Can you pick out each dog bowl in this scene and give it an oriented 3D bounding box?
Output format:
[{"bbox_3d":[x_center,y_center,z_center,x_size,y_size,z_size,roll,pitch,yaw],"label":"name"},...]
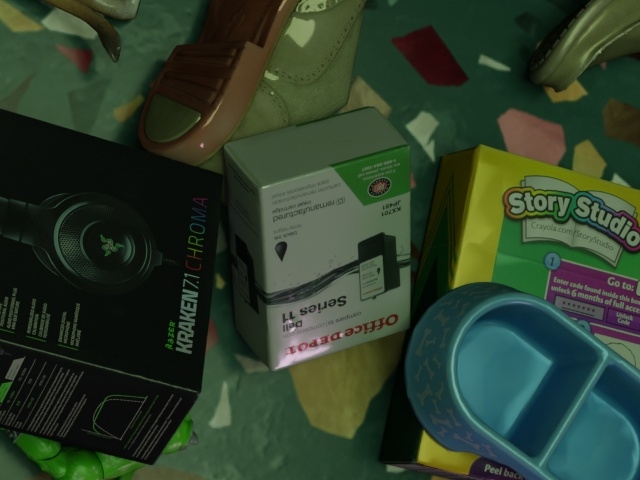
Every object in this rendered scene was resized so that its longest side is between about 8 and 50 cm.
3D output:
[{"bbox_3d":[0.218,0.157,1.713,0.297,0.074,0.166,37,75,-10],"label":"dog bowl"}]

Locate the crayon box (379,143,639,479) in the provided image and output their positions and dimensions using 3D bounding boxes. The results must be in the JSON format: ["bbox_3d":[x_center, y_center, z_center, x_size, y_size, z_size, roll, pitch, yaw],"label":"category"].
[{"bbox_3d":[0.269,0.104,1.832,0.363,0.106,0.313,15,79,-16],"label":"crayon box"}]

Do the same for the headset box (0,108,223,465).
[{"bbox_3d":[-0.244,0.029,1.600,0.283,0.131,0.246,17,49,-15],"label":"headset box"}]

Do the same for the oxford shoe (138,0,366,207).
[{"bbox_3d":[-0.021,-0.206,1.771,0.146,0.140,0.397,45,71,-36],"label":"oxford shoe"}]

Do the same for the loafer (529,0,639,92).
[{"bbox_3d":[0.323,-0.227,1.883,0.268,0.102,0.092,-40,92,-18],"label":"loafer"}]

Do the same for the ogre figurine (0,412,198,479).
[{"bbox_3d":[-0.190,0.156,1.682,0.197,0.097,0.118,-17,75,-47],"label":"ogre figurine"}]

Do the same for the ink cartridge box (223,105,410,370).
[{"bbox_3d":[0.000,0.000,1.705,0.153,0.087,0.208,-17,128,-19],"label":"ink cartridge box"}]

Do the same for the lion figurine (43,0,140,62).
[{"bbox_3d":[-0.247,-0.375,1.690,0.240,0.142,0.392,12,85,-10],"label":"lion figurine"}]
